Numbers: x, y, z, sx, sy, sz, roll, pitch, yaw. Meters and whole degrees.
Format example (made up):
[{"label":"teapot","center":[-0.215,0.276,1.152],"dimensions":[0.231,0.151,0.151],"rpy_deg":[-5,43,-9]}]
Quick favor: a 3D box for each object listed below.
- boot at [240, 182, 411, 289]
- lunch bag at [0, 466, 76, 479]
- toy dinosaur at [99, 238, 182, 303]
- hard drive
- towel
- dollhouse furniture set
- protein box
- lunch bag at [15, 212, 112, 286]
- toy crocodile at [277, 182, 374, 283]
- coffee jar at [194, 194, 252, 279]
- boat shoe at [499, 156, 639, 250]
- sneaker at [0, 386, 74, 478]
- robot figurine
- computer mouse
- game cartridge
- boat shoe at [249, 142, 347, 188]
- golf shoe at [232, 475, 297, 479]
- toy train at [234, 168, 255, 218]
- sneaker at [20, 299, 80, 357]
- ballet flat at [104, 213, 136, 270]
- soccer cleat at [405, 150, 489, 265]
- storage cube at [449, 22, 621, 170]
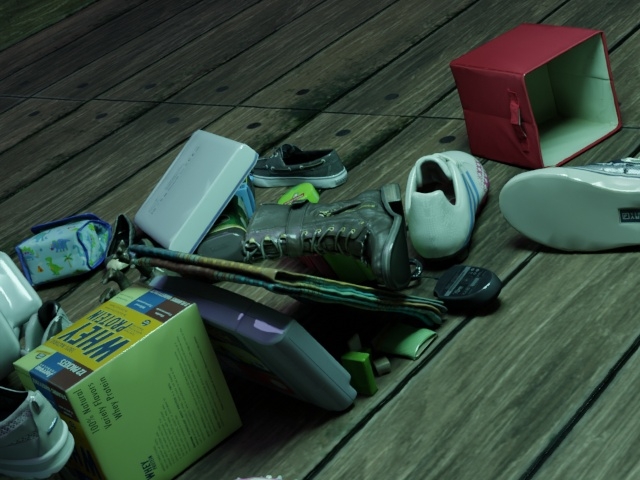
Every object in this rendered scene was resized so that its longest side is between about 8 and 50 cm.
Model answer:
[{"label":"boot","center":[0.004,0.005,1.712],"dimensions":[0.229,0.091,0.263],"rpy_deg":[-8,24,5]},{"label":"lunch bag","center":[-0.483,0.329,1.515],"dimensions":[0.235,0.168,0.287],"rpy_deg":[12,45,34]},{"label":"toy dinosaur","center":[-0.251,0.081,1.925],"dimensions":[0.121,0.160,0.313],"rpy_deg":[-55,21,-6]},{"label":"hard drive","center":[-0.220,-0.085,2.132],"dimensions":[0.210,0.040,0.319],"rpy_deg":[-55,21,-3]},{"label":"towel","center":[-0.040,0.062,1.679],"dimensions":[0.271,0.040,0.370],"rpy_deg":[8,-4,40]},{"label":"dollhouse furniture set","center":[0.085,0.139,1.672],"dimensions":[0.076,0.058,0.152],"rpy_deg":[6,34,38]},{"label":"protein box","center":[-0.241,0.196,1.588],"dimensions":[0.201,0.199,0.136],"rpy_deg":[-35,31,-30]},{"label":"lunch bag","center":[-0.449,0.009,2.213],"dimensions":[0.129,0.096,0.151],"rpy_deg":[-14,12,12]},{"label":"toy crocodile","center":[0.000,0.000,1.927],"dimensions":[0.105,0.115,0.340],"rpy_deg":[-39,26,-10]},{"label":"coffee jar","center":[-0.163,-0.006,2.078],"dimensions":[0.096,0.079,0.184],"rpy_deg":[-19,25,2]},{"label":"boat shoe","center":[0.444,-0.066,1.819],"dimensions":[0.341,0.127,0.158],"rpy_deg":[6,27,24]},{"label":"sneaker","center":[-0.424,0.197,1.435],"dimensions":[0.281,0.115,0.105],"rpy_deg":[0,36,10]},{"label":"robot figurine","center":[-0.584,0.162,1.839],"dimensions":[0.353,0.199,0.300],"rpy_deg":[-35,-12,-21]},{"label":"computer mouse","center":[0.168,0.065,1.805],"dimensions":[0.242,0.041,0.071],"rpy_deg":[9,49,51]},{"label":"game cartridge","center":[-0.106,0.128,1.652],"dimensions":[0.294,0.196,0.060],"rpy_deg":[13,60,46]},{"label":"boat shoe","center":[-0.054,-0.143,2.289],"dimensions":[0.229,0.076,0.080],"rpy_deg":[9,36,41]},{"label":"golf shoe","center":[-0.127,0.345,1.357],"dimensions":[0.306,0.115,0.140],"rpy_deg":[-15,36,18]},{"label":"toy train","center":[-0.171,-0.095,2.265],"dimensions":[0.105,0.080,0.184],"rpy_deg":[-10,29,2]},{"label":"sneaker","center":[-0.358,0.131,1.864],"dimensions":[0.086,0.132,0.229],"rpy_deg":[4,33,36]},{"label":"ballet flat","center":[-0.357,0.009,2.198],"dimensions":[0.058,0.049,0.173],"rpy_deg":[-17,26,3]},{"label":"soccer cleat","center":[0.199,-0.092,1.964],"dimensions":[0.116,0.143,0.331],"rpy_deg":[-10,27,14]},{"label":"storage cube","center":[0.367,-0.248,2.129],"dimensions":[0.215,0.183,0.193],"rpy_deg":[-31,28,-25]}]
